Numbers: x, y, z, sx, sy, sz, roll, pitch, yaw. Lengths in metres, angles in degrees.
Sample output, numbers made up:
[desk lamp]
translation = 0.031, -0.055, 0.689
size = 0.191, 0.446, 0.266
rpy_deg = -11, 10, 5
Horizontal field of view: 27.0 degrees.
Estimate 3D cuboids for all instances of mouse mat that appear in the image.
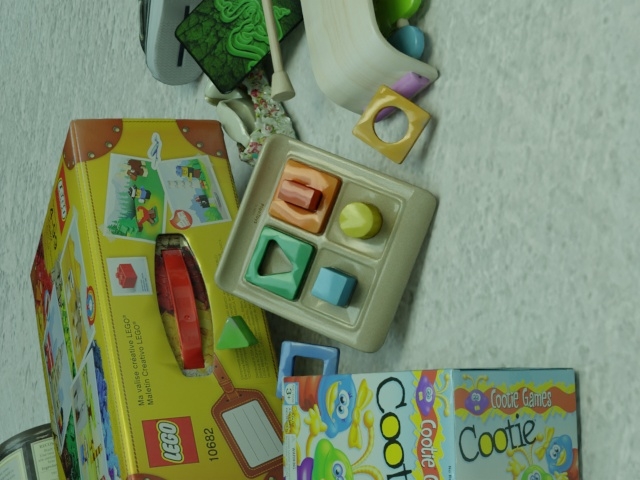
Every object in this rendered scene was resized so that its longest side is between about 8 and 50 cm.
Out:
[mouse mat]
translation = -0.101, -0.274, 1.665
size = 0.152, 0.007, 0.189
rpy_deg = -45, 44, 5

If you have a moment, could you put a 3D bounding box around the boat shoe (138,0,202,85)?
[boat shoe]
translation = -0.192, -0.377, 1.776
size = 0.119, 0.121, 0.335
rpy_deg = 43, 124, 45

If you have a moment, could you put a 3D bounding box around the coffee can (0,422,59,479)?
[coffee can]
translation = -0.339, 0.414, 1.839
size = 0.201, 0.202, 0.275
rpy_deg = -51, 47, 42

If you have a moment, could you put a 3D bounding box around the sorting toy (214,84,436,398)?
[sorting toy]
translation = 0.000, 0.000, 1.384
size = 0.196, 0.047, 0.347
rpy_deg = 22, 96, 15

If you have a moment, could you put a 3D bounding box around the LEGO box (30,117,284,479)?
[LEGO box]
translation = -0.203, 0.163, 1.600
size = 0.372, 0.193, 0.500
rpy_deg = 120, 142, -53

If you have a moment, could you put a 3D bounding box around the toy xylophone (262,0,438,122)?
[toy xylophone]
translation = 0.023, -0.284, 1.472
size = 0.236, 0.081, 0.322
rpy_deg = -22, 68, 54

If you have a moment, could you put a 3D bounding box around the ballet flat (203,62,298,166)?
[ballet flat]
translation = -0.099, -0.172, 1.653
size = 0.241, 0.077, 0.091
rpy_deg = 56, 131, 44

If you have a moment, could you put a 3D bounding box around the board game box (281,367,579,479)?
[board game box]
translation = 0.095, 0.194, 1.251
size = 0.275, 0.144, 0.142
rpy_deg = -12, 77, 57
